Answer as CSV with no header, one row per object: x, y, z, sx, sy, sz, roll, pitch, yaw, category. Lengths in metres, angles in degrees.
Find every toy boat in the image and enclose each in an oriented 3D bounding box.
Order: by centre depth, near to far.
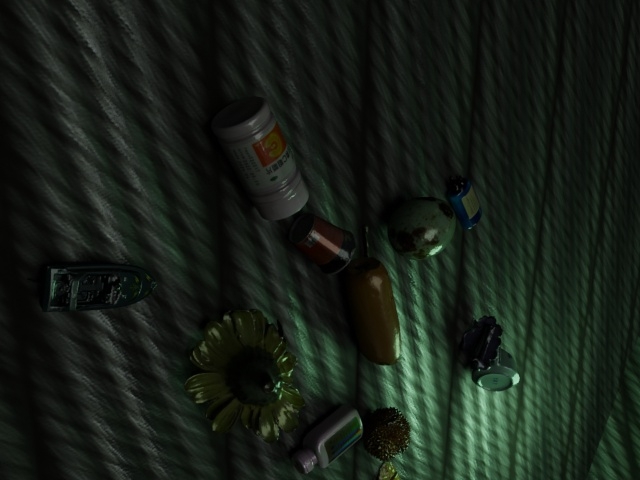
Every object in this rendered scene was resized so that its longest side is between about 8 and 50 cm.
-0.425,0.089,1.346,0.246,0.103,0.092,1,102,-46,toy boat

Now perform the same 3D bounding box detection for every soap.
0.221,0.783,2.217,0.089,0.033,0.168,-40,126,-29,soap

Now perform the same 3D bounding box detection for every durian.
0.197,0.575,2.061,0.158,0.137,0.168,-59,146,-40,durian

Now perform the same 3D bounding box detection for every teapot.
0.596,0.422,2.373,0.159,0.159,0.231,-41,145,-25,teapot

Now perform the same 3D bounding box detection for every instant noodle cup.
-0.002,0.001,1.699,0.136,0.127,0.127,34,80,-35,instant noodle cup

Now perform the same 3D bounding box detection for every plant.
-0.140,0.285,1.580,0.306,0.297,0.261,30,48,-9,plant

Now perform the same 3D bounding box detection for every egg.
0.284,-0.039,1.906,0.231,0.169,0.169,-27,121,-42,egg

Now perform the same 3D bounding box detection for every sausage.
0.147,0.215,1.890,0.116,0.134,0.353,-51,134,-51,sausage

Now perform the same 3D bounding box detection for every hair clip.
0.530,0.333,2.286,0.052,0.124,0.195,65,45,-62,hair clip

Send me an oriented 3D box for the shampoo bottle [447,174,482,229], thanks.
0.433,-0.122,2.095,0.087,0.050,0.183,-47,130,-17,shampoo bottle

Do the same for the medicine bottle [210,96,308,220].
-0.128,-0.174,1.508,0.133,0.133,0.249,-42,129,-24,medicine bottle

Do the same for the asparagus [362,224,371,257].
0.127,0.016,1.885,0.015,0.018,0.127,-63,148,-59,asparagus

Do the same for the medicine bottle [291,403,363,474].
0.019,0.558,1.924,0.219,0.078,0.115,-31,126,-31,medicine bottle
